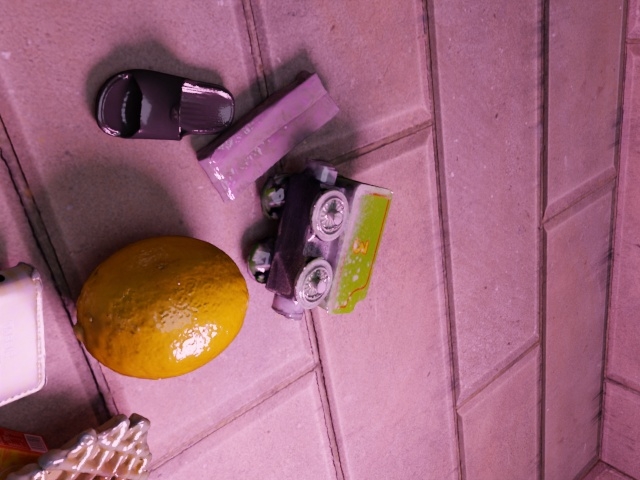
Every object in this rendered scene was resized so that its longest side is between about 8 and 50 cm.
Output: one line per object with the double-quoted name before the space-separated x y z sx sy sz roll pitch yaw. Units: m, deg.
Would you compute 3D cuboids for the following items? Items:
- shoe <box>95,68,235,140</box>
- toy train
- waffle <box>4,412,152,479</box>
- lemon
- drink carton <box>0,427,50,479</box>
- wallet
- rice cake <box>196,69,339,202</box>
"shoe" -0.232 -0.214 0.948 0.240 0.093 0.108 -8 111 -39
"toy train" 0.000 0.000 1.168 0.248 0.173 0.308 6 101 -49
"waffle" -0.409 0.426 0.976 0.309 0.056 0.292 -23 134 -48
"lemon" -0.249 0.105 0.951 0.263 0.235 0.236 -45 128 -31
"drink carton" -0.538 0.333 0.894 0.222 0.071 0.096 34 84 -41
"wallet" -0.520 0.164 0.777 0.309 0.077 0.224 -25 132 -55
"rice cake" -0.094 -0.200 1.092 0.298 0.050 0.106 -43 128 -20
